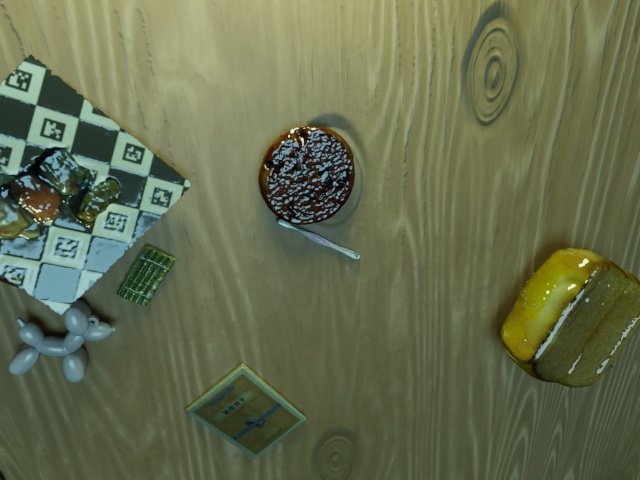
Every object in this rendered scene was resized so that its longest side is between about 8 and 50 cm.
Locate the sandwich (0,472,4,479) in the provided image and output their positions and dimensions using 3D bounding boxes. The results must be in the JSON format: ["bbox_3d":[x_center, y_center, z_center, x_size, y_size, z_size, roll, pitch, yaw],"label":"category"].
[{"bbox_3d":[-0.701,0.528,0.852,0.067,0.029,0.135,26,103,-25],"label":"sandwich"}]

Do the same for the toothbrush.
[{"bbox_3d":[0.000,0.000,0.836,0.204,0.022,0.017,24,92,-24],"label":"toothbrush"}]

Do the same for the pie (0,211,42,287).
[{"bbox_3d":[-0.496,0.016,0.691,0.154,0.036,0.155,-5,113,-13],"label":"pie"}]

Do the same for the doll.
[{"bbox_3d":[-0.472,0.183,0.757,0.160,0.059,0.160,16,108,-21],"label":"doll"}]

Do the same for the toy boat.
[{"bbox_3d":[-0.328,0.067,0.772,0.063,0.016,0.115,30,101,-25],"label":"toy boat"}]

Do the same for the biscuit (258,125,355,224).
[{"bbox_3d":[-0.022,-0.119,0.766,0.191,0.049,0.192,-6,120,-11],"label":"biscuit"}]

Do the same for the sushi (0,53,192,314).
[{"bbox_3d":[-0.419,-0.083,0.652,0.294,0.059,0.292,43,78,-18],"label":"sushi"}]

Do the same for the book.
[{"bbox_3d":[-0.167,0.409,0.963,0.170,0.018,0.242,-39,117,3],"label":"book"}]

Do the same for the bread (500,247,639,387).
[{"bbox_3d":[0.637,0.197,1.039,0.327,0.148,0.337,20,104,-27],"label":"bread"}]
